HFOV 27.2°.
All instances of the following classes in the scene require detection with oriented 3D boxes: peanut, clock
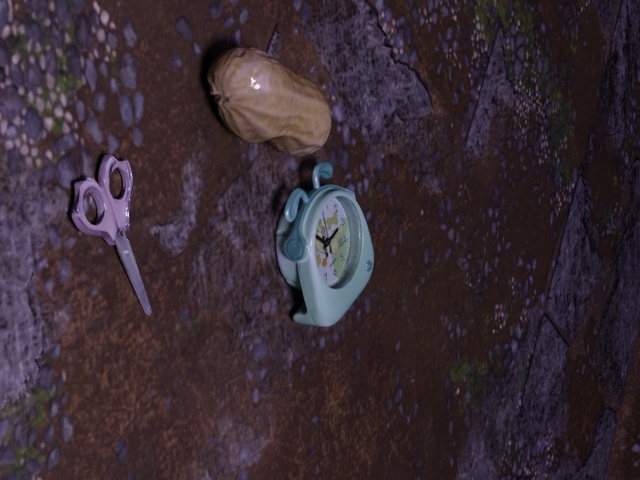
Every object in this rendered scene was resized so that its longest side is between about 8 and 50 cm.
[{"bbox_3d":[-0.052,-0.154,1.518,0.214,0.090,0.098,21,64,-57],"label":"peanut"},{"bbox_3d":[0.001,0.000,1.654,0.148,0.060,0.188,-47,131,-45],"label":"clock"}]

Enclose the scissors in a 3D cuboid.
[{"bbox_3d":[-0.204,0.004,1.362,0.100,0.015,0.189,-55,138,-44],"label":"scissors"}]
